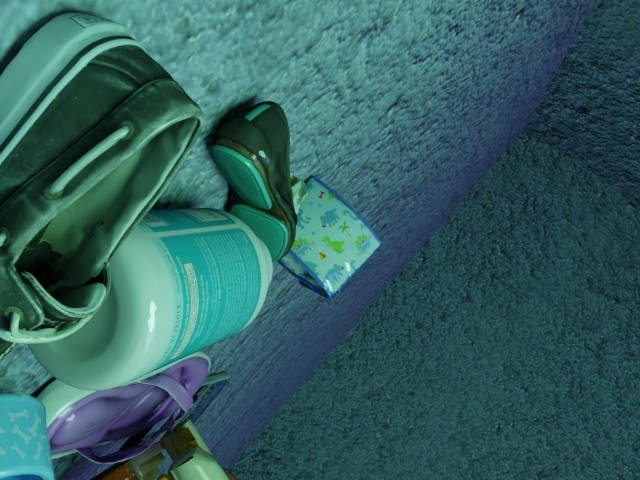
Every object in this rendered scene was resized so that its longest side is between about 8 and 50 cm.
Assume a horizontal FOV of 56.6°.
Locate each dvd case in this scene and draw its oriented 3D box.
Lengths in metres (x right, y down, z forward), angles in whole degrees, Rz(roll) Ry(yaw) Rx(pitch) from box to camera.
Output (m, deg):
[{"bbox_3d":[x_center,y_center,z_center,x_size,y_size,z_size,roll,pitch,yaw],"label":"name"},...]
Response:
[{"bbox_3d":[-0.284,0.346,1.180,0.180,0.022,0.253,-50,166,4],"label":"dvd case"}]

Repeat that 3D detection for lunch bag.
[{"bbox_3d":[0.000,0.000,0.914,0.129,0.151,0.096,-46,165,-21],"label":"lunch bag"}]

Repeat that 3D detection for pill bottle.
[{"bbox_3d":[-0.145,0.042,0.588,0.146,0.146,0.264,-55,164,17],"label":"pill bottle"}]

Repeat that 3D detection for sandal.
[{"bbox_3d":[-0.261,0.251,0.845,0.169,0.102,0.416,-52,164,7],"label":"sandal"}]

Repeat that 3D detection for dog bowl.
[{"bbox_3d":[-0.351,0.267,0.585,0.166,0.074,0.297,-12,142,-40],"label":"dog bowl"}]

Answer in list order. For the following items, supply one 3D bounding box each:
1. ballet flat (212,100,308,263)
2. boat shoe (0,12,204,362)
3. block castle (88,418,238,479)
[{"bbox_3d":[-0.060,-0.061,0.713,0.096,0.095,0.280,-58,169,-23],"label":"ballet flat"},{"bbox_3d":[-0.203,0.014,0.399,0.335,0.119,0.121,-54,165,14],"label":"boat shoe"},{"bbox_3d":[-0.287,0.453,0.753,0.453,0.213,0.303,-32,-178,-19],"label":"block castle"}]
